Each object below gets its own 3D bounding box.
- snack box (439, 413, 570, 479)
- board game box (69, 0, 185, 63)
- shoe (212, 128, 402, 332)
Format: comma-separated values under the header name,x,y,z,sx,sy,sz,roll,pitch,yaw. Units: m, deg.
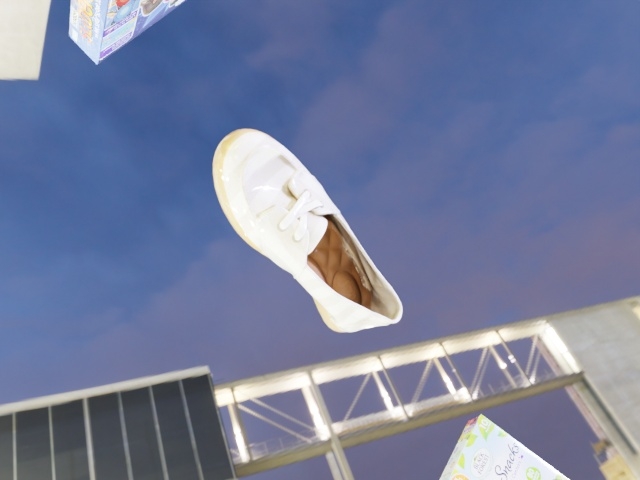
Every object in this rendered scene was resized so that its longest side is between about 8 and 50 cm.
name,x,y,z,sx,sy,sz,roll,pitch,yaw
snack box,0.207,0.276,0.618,0.100,0.141,0.037,-49,-9,-35
board game box,-0.113,-0.241,0.462,0.201,0.035,0.136,-49,11,-26
shoe,0.000,0.000,0.437,0.219,0.058,0.077,53,-122,-39
